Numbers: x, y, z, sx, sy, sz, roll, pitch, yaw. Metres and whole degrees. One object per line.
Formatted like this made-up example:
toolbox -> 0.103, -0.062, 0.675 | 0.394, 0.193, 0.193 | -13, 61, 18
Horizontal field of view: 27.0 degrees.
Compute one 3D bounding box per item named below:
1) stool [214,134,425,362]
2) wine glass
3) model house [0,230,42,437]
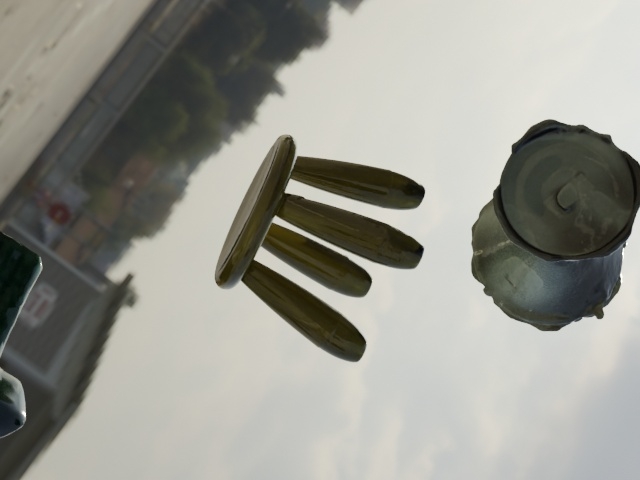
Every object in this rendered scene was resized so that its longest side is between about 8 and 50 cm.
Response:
stool -> 0.000, 0.000, 0.886 | 0.134, 0.110, 0.135 | -67, -172, -17
wine glass -> 0.162, -0.013, 0.911 | 0.122, 0.122, 0.183 | -54, 168, -10
model house -> -0.391, 0.164, 1.067 | 0.335, 0.342, 0.382 | 61, 44, -57
